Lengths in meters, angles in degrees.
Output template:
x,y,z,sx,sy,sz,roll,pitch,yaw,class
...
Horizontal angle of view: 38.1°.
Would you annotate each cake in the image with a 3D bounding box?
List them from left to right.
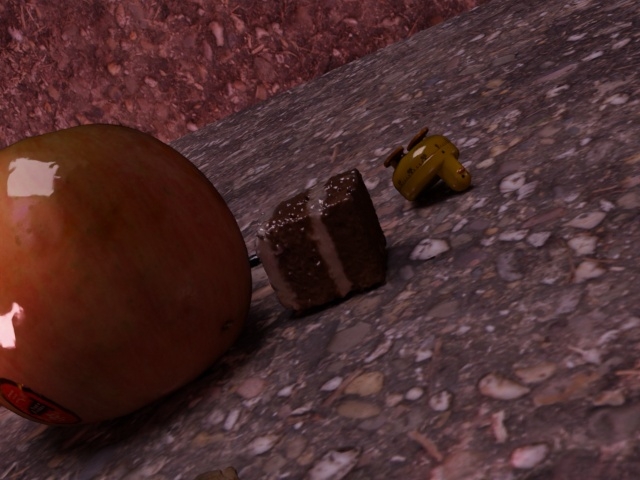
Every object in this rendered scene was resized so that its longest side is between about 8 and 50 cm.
x,y,z,sx,sy,sz,roll,pitch,yaw,class
0.000,0.000,1.177,0.147,0.134,0.135,-16,17,13,cake

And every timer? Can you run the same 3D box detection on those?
x,y,z,sx,sy,sz,roll,pitch,yaw,class
0.159,-0.098,1.334,0.107,0.109,0.107,-42,-9,-8,timer

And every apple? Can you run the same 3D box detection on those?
x,y,z,sx,sy,sz,roll,pitch,yaw,class
-0.294,0.033,1.172,0.392,0.346,0.391,-26,11,5,apple

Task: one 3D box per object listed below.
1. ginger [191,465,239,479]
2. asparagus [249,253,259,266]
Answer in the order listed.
x,y,z,sx,sy,sz,roll,pitch,yaw,class
-0.117,0.249,0.757,0.069,0.051,0.173,-17,17,42,ginger
-0.200,0.076,1.452,0.233,0.022,0.023,-25,61,0,asparagus
